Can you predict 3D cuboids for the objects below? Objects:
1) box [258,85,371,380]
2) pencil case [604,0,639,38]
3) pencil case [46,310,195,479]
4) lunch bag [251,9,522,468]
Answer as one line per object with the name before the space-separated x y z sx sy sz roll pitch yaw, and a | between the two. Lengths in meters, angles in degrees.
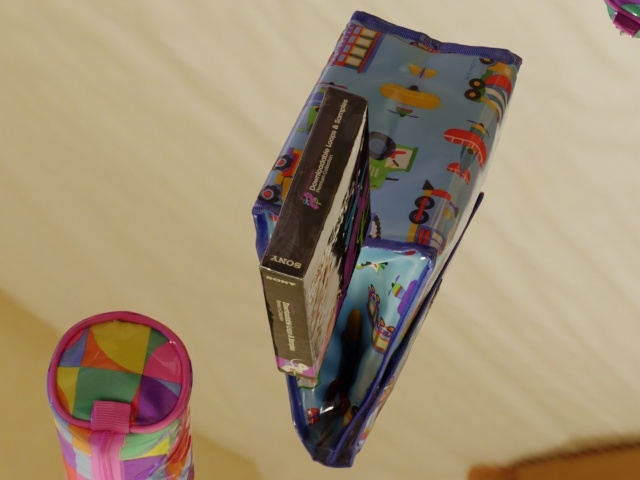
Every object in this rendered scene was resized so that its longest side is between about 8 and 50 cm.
box | 0.000 0.000 1.068 0.029 0.116 0.162 15 158 10
pencil case | 0.201 -0.153 1.119 0.064 0.070 0.152 36 -171 8
pencil case | -0.132 0.141 1.276 0.104 0.104 0.236 21 150 11
lunch bag | 0.042 0.017 1.407 0.138 0.221 0.293 17 139 11
